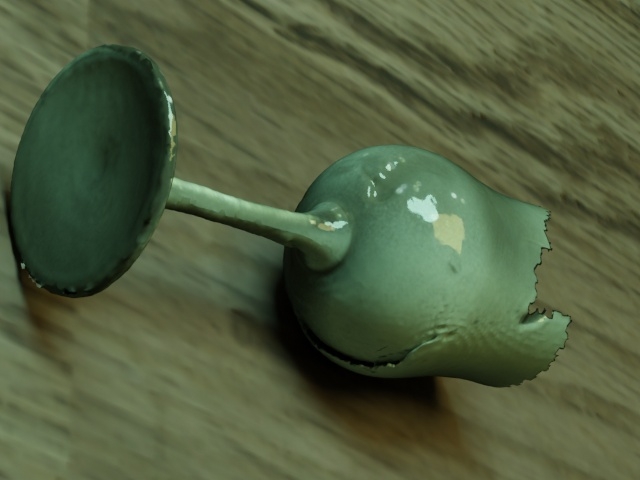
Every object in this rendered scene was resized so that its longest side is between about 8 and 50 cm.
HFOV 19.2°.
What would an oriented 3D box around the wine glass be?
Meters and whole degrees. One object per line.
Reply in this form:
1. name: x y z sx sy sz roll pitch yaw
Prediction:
1. wine glass: 0.000 0.000 0.609 0.195 0.079 0.079 16 48 -43
